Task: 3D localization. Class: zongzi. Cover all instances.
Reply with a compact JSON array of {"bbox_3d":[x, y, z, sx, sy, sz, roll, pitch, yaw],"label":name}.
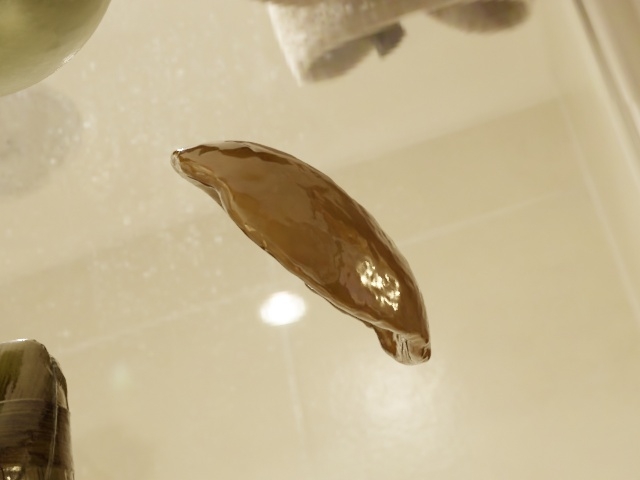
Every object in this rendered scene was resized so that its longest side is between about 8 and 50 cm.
[{"bbox_3d":[-0.285,0.149,1.069,0.112,0.221,0.242,-23,-37,13],"label":"zongzi"}]

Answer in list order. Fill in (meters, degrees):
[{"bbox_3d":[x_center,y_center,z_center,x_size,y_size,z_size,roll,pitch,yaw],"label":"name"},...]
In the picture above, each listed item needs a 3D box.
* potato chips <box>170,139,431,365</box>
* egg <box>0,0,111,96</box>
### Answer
[{"bbox_3d":[-0.001,-0.001,0.833,0.208,0.195,0.062,38,-94,-10],"label":"potato chips"},{"bbox_3d":[-0.312,-0.254,1.201,0.258,0.259,0.352,5,-6,-23],"label":"egg"}]
